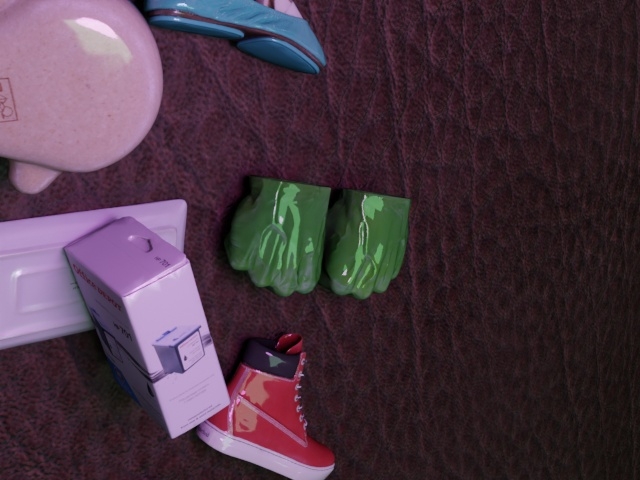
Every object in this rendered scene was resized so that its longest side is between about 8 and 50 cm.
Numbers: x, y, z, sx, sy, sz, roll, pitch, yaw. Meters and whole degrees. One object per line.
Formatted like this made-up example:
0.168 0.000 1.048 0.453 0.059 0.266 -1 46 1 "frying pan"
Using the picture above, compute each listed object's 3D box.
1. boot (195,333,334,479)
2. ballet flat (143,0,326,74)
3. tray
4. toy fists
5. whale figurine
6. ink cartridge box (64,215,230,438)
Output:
-0.035 0.226 1.231 0.244 0.088 0.176 33 85 -43 "boot"
-0.078 -0.247 0.965 0.247 0.083 0.087 8 90 -46 "ballet flat"
-0.259 0.040 0.972 0.270 0.030 0.145 -11 116 -39 "tray"
0.000 0.000 1.146 0.279 0.096 0.142 5 96 -42 "toy fists"
-0.282 -0.149 0.809 0.272 0.141 0.216 -11 121 -11 "whale figurine"
-0.180 0.089 0.945 0.082 0.139 0.190 -31 127 -26 "ink cartridge box"
